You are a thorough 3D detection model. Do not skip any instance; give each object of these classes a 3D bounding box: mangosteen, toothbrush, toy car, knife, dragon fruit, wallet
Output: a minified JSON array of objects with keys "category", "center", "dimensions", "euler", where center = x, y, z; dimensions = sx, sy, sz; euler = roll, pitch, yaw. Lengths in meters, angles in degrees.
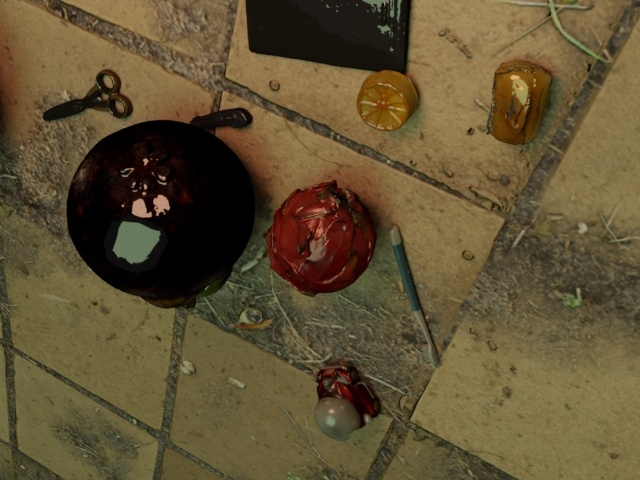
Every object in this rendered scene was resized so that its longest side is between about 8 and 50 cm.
[{"category":"mangosteen","center":[-0.240,-0.046,1.089],"dimensions":[0.296,0.313,0.297],"euler":[-3,81,22]},{"category":"toothbrush","center":[0.152,0.096,1.117],"dimensions":[0.025,0.019,0.276],"euler":[0,120,38]},{"category":"toy car","center":[0.034,0.313,1.261],"dimensions":[0.112,0.112,0.139],"euler":[-13,114,35]},{"category":"knife","center":[-0.165,-0.196,1.101],"dimensions":[0.121,0.018,0.031],"euler":[-2,117,32]},{"category":"dragon fruit","center":[0.000,0.000,1.039],"dimensions":[0.172,0.172,0.209],"euler":[48,144,-7]},{"category":"wallet","center":[0.004,-0.303,0.933],"dimensions":[0.244,0.025,0.124],"euler":[13,128,19]}]

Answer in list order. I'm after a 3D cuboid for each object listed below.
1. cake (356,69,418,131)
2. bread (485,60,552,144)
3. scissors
[{"category":"cake","center":[0.092,-0.194,0.938],"dimensions":[0.084,0.044,0.084],"euler":[16,136,15]},{"category":"bread","center":[0.253,-0.176,0.863],"dimensions":[0.072,0.053,0.106],"euler":[18,132,22]},{"category":"scissors","center":[-0.432,-0.245,1.216],"dimensions":[0.220,0.017,0.088],"euler":[-6,117,32]}]
